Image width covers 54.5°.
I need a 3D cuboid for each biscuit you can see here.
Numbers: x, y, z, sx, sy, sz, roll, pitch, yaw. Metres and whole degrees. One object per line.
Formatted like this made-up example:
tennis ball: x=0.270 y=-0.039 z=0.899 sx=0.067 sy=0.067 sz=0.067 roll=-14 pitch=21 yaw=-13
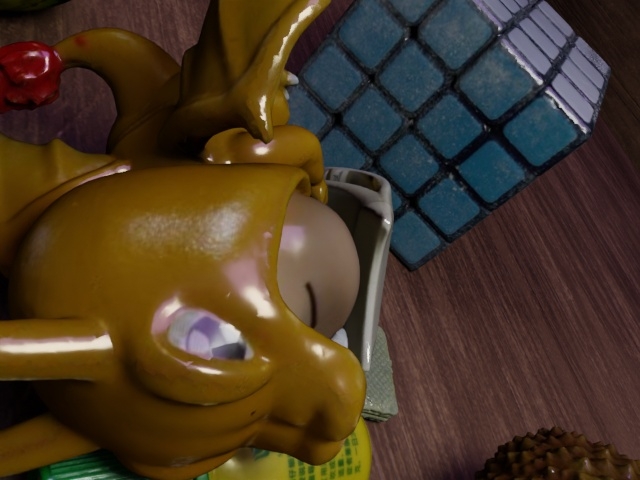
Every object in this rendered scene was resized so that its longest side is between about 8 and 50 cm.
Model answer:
biscuit: x=-0.003 y=0.128 z=0.699 sx=0.199 sy=0.040 sz=0.121 roll=21 pitch=45 yaw=-29

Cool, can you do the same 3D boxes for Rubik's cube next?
Rubik's cube: x=0.189 y=-0.225 z=0.955 sx=0.337 sy=0.344 sz=0.344 roll=45 pitch=38 yaw=0

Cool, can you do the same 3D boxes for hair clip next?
hair clip: x=0.019 y=0.000 z=0.718 sx=0.113 sy=0.173 sz=0.282 roll=-10 pitch=27 yaw=-32

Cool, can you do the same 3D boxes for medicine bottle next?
medicine bottle: x=-0.083 y=0.189 z=0.531 sx=0.308 sy=0.076 sz=0.111 roll=6 pitch=51 yaw=-40

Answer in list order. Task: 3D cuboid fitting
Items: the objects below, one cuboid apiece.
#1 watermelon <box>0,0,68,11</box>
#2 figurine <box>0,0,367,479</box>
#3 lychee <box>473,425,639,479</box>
watermelon: x=-0.344 y=-0.386 z=0.650 sx=0.285 sy=0.285 sz=0.285 roll=26 pitch=42 yaw=-25
figurine: x=-0.142 y=-0.013 z=0.507 sx=0.268 sy=0.400 sz=0.387 roll=66 pitch=13 yaw=-48
lychee: x=0.245 y=0.320 z=0.601 sx=0.267 sy=0.267 sz=0.268 roll=26 pitch=42 yaw=-25
